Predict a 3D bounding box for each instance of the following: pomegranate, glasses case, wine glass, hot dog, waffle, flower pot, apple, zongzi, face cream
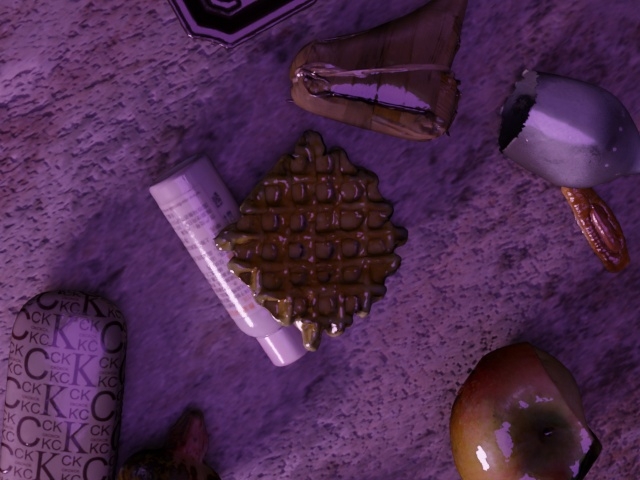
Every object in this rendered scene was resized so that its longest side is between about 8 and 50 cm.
[{"bbox_3d":[-0.173,0.290,1.360,0.138,0.125,0.163,23,98,-19],"label":"pomegranate"},{"bbox_3d":[-0.309,0.233,1.358,0.137,0.085,0.355,6,102,-5],"label":"glasses case"},{"bbox_3d":[0.330,-0.109,1.314,0.241,0.126,0.126,21,100,-10],"label":"wine glass"},{"bbox_3d":[0.340,-0.021,1.383,0.044,0.028,0.137,-32,102,-4],"label":"hot dog"},{"bbox_3d":[-0.001,0.001,1.315,0.204,0.054,0.223,45,66,-14],"label":"waffle"},{"bbox_3d":[-0.113,-0.348,1.247,0.178,0.084,0.251,-29,104,2],"label":"flower pot"},{"bbox_3d":[0.237,0.225,1.349,0.173,0.188,0.207,-10,96,-7],"label":"apple"},{"bbox_3d":[0.071,-0.222,1.286,0.194,0.099,0.198,12,91,-7],"label":"zongzi"},{"bbox_3d":[-0.098,0.029,1.333,0.082,0.082,0.269,-31,104,3],"label":"face cream"}]
